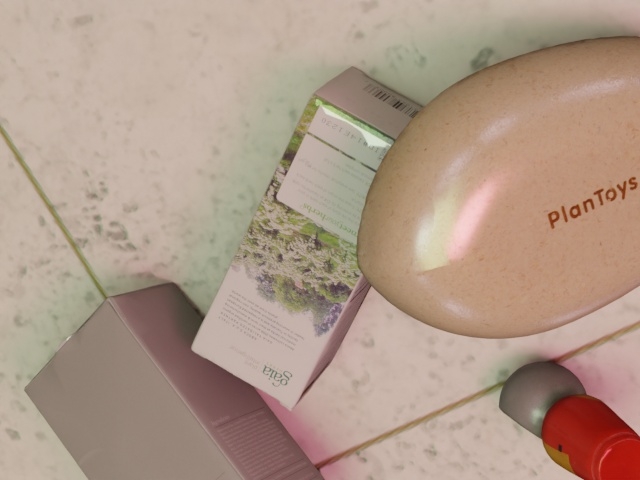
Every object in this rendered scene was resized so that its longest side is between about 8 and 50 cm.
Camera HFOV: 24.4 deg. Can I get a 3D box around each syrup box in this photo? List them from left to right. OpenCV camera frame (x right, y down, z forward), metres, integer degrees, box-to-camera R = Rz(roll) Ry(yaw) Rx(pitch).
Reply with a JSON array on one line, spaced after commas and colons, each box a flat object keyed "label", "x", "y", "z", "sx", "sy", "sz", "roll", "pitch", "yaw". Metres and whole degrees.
[{"label": "syrup box", "x": 0.000, "y": 0.000, "z": 1.115, "sx": 0.093, "sy": 0.096, "sz": 0.237, "roll": 30, "pitch": 116, "yaw": 8}]

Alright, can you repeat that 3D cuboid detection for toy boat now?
[{"label": "toy boat", "x": 0.154, "y": 0.022, "z": 1.039, "sx": 0.267, "sy": 0.148, "sz": 0.318, "roll": -19, "pitch": 111, "yaw": -15}]

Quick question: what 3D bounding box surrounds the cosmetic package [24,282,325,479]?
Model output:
[{"label": "cosmetic package", "x": -0.111, "y": 0.163, "z": 1.177, "sx": 0.127, "sy": 0.107, "sz": 0.238, "roll": -43, "pitch": 74, "yaw": 26}]
